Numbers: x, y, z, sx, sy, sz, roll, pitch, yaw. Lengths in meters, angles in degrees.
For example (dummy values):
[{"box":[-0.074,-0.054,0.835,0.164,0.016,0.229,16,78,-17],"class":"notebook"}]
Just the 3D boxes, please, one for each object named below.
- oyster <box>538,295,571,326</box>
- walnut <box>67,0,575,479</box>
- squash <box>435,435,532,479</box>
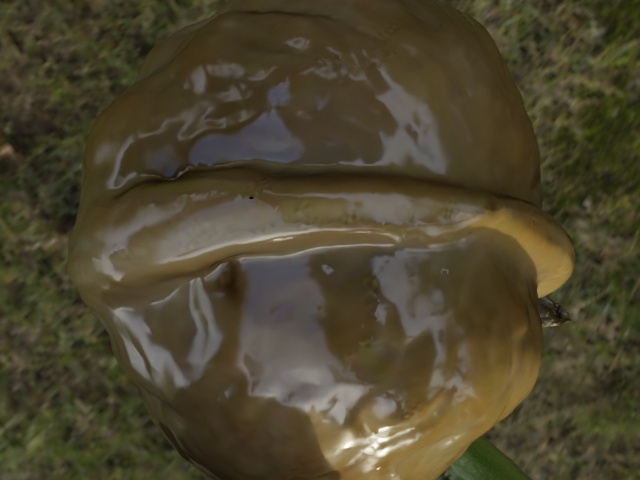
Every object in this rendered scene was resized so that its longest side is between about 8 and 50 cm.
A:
[{"box":[0.170,0.055,1.357,0.093,0.051,0.034,39,147,-4],"class":"oyster"},{"box":[0.000,0.000,0.879,0.285,0.285,0.296,-5,79,29],"class":"walnut"},{"box":[0.127,0.230,1.390,0.370,0.118,0.118,48,126,5],"class":"squash"}]
